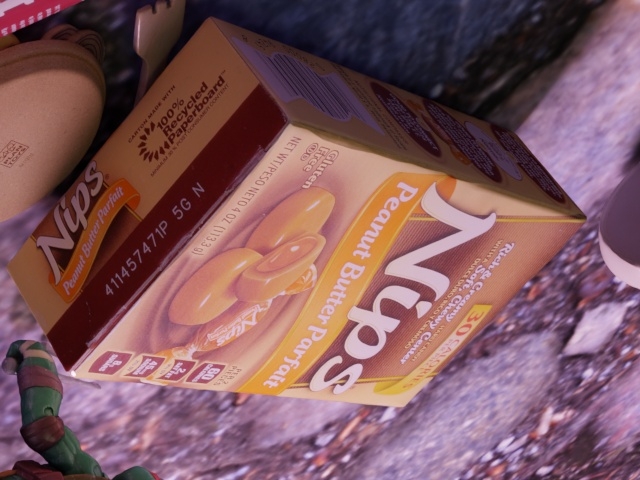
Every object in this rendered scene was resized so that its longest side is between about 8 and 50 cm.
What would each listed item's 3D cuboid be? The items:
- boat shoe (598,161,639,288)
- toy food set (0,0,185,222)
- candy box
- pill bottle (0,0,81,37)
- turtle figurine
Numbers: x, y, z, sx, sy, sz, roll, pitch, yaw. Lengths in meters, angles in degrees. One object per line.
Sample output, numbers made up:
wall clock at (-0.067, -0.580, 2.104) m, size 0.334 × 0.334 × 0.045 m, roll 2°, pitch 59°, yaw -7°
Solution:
boat shoe at (0.356, -0.024, 1.159) m, size 0.340 × 0.127 × 0.158 m, roll -27°, pitch 139°, yaw -11°
toy food set at (-0.160, -0.057, 0.770) m, size 0.192 × 0.038 × 0.132 m, roll -27°, pitch 153°, yaw -30°
candy box at (0.000, 0.000, 0.911) m, size 0.183 × 0.087 × 0.316 m, roll -47°, pitch 148°, yaw 20°
pill bottle at (-0.154, -0.118, 0.644) m, size 0.152 × 0.086 × 0.086 m, roll -27°, pitch 146°, yaw -11°
turtle figurine at (-0.171, 0.147, 0.907) m, size 0.234 × 0.118 × 0.175 m, roll 0°, pitch 103°, yaw -35°
